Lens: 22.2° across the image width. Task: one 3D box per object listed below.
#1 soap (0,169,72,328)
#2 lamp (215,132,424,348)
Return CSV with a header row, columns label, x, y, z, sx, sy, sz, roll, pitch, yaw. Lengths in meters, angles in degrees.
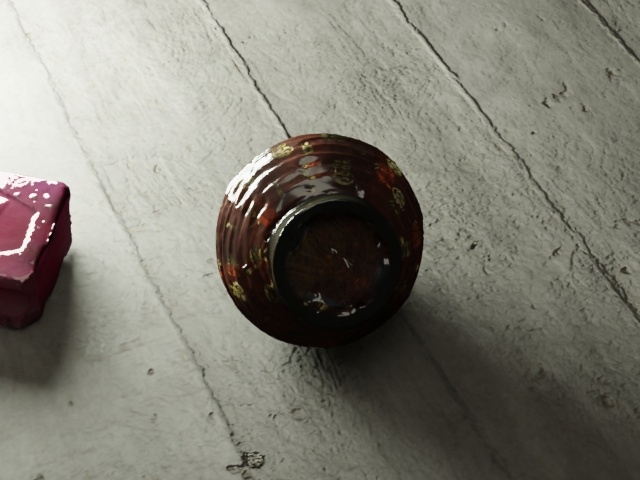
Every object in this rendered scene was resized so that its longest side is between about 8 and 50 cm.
label,x,y,z,sx,sy,sz,roll,pitch,yaw
soap,-0.421,0.001,1.846,0.250,0.099,0.162,9,53,4
lamp,0.000,0.000,1.795,0.247,0.247,0.247,2,46,-2
